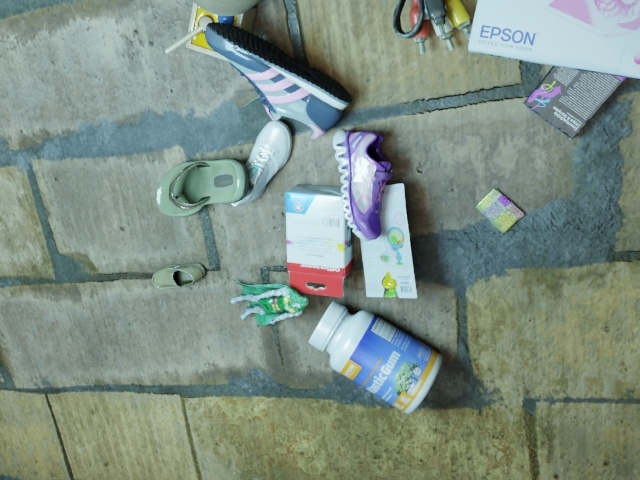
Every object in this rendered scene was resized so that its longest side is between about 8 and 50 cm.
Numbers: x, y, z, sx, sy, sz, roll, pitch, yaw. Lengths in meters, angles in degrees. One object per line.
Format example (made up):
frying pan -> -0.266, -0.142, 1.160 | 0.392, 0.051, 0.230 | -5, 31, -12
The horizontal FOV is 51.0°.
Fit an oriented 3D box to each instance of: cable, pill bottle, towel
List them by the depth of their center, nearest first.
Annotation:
cable -> 0.189, -0.494, 1.255 | 0.139, 0.072, 0.287 | -12, 94, 19
towel -> 0.366, -0.060, 1.369 | 0.083, 0.009, 0.060 | 42, 116, 1
pill bottle -> 0.116, 0.250, 1.482 | 0.272, 0.152, 0.152 | 30, 115, 5

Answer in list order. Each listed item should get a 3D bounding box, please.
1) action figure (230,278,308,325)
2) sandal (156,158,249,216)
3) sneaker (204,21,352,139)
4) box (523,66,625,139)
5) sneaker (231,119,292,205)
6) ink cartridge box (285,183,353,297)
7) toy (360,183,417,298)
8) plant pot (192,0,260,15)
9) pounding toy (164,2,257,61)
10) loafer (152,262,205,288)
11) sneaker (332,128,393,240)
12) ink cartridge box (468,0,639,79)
action figure -> -0.110, 0.143, 1.523 | 0.232, 0.063, 0.137 | -10, 118, 47
sandal -> -0.278, -0.122, 1.476 | 0.303, 0.086, 0.120 | -10, 92, 44
sneaker -> -0.102, -0.310, 1.341 | 0.319, 0.112, 0.131 | 29, 122, -13
box -> 0.473, -0.285, 1.243 | 0.116, 0.029, 0.162 | 38, 114, 3
sneaker -> -0.131, -0.158, 1.447 | 0.080, 0.094, 0.212 | 32, 116, 5
ink cartridge box -> 0.000, 0.000, 1.470 | 0.134, 0.078, 0.231 | 6, 111, 17
toy -> 0.148, 0.002, 1.424 | 0.137, 0.056, 0.237 | -3, 93, 45
plant pot -> -0.181, -0.511, 1.289 | 0.237, 0.237, 0.109 | 20, 143, 10
pounding toy -> -0.225, -0.431, 1.377 | 0.141, 0.100, 0.130 | 20, 113, 10
loafer -> -0.353, 0.087, 1.631 | 0.148, 0.050, 0.056 | -14, 104, 22
sneaker -> 0.099, -0.119, 1.363 | 0.104, 0.095, 0.236 | -9, 92, 27
ink cartridge box -> 0.448, -0.464, 1.148 | 0.324, 0.071, 0.330 | 13, 108, 13
